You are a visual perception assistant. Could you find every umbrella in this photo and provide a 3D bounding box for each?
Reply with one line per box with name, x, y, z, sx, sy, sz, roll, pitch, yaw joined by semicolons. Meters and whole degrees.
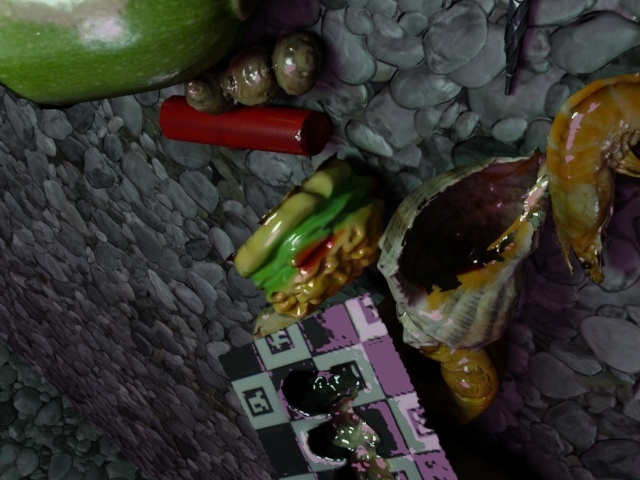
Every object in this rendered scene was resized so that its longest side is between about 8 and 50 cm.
umbrella;0.200;-0.258;0.609;0.044;0.044;0.269;44;151;44

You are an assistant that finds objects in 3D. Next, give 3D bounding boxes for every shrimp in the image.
shrimp;0.309;-0.058;0.663;0.149;0.068;0.249;4;130;11

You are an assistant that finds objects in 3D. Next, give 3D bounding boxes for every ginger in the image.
ginger;-0.088;-0.216;0.830;0.203;0.104;0.080;-9;104;24

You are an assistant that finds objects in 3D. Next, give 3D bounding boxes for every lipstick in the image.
lipstick;-0.118;-0.168;0.919;0.279;0.073;0.073;13;131;32

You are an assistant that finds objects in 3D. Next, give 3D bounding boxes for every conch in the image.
conch;0.166;0.005;0.775;0.210;0.159;0.292;23;103;-18

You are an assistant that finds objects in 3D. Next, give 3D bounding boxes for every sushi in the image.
sushi;0.055;0.277;0.949;0.296;0.100;0.373;-26;91;31

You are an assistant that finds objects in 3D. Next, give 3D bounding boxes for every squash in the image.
squash;-0.222;-0.324;0.736;0.308;0.310;0.311;-3;123;23

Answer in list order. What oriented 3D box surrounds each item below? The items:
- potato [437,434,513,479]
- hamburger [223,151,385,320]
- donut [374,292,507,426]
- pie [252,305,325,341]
potato;0.184;0.503;1.105;0.441;0.320;0.385;5;168;26
hamburger;0.000;0.000;0.861;0.149;0.237;0.237;44;140;0
donut;0.168;0.167;0.942;0.226;0.114;0.227;22;135;24
pie;-0.017;0.228;1.190;0.274;0.055;0.274;22;135;24
